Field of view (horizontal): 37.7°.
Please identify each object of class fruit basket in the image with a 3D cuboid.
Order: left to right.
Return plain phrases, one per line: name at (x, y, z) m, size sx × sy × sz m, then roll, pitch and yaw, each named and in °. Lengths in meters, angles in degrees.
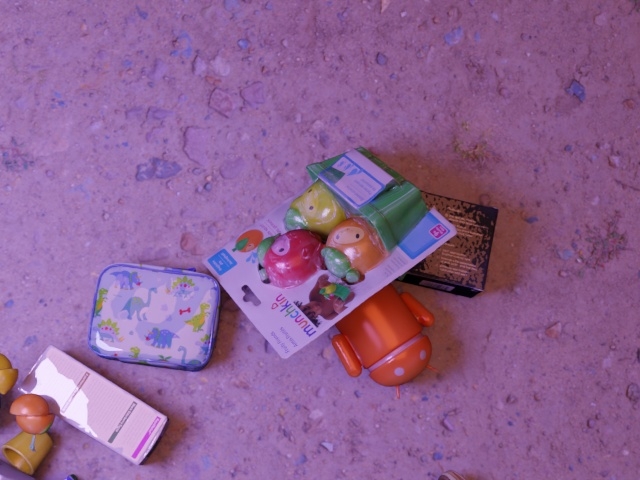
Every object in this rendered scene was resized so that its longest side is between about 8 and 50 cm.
fruit basket at (0.000, 0.000, 1.585) m, size 0.353 × 0.165 × 0.327 m, roll -32°, pitch 41°, yaw -12°

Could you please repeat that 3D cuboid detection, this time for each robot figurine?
robot figurine at (0.110, 0.159, 1.632) m, size 0.128 × 0.158 × 0.219 m, roll -39°, pitch 80°, yaw 33°

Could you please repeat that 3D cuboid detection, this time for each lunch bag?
lunch bag at (-0.282, 0.130, 1.622) m, size 0.218 × 0.090 × 0.176 m, roll 7°, pitch 78°, yaw -4°

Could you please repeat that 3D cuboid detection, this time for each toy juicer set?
toy juicer set at (-0.569, 0.236, 1.510) m, size 0.329 × 0.209 × 0.089 m, roll 38°, pitch 49°, yaw 4°

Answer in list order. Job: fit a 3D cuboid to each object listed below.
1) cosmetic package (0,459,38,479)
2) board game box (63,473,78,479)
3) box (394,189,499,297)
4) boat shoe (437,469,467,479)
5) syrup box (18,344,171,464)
cosmetic package at (-0.577, 0.441, 1.456) m, size 0.224 × 0.138 × 0.225 m, roll 16°, pitch 75°, yaw 30°
board game box at (-0.388, 0.575, 1.535) m, size 0.213 × 0.046 × 0.317 m, roll -42°, pitch 84°, yaw -12°
box at (0.224, 0.007, 1.694) m, size 0.155 × 0.093 × 0.158 m, roll 13°, pitch 77°, yaw -2°
boat shoe at (0.282, 0.460, 1.617) m, size 0.072 × 0.068 × 0.190 m, roll -42°, pitch 95°, yaw -25°
syrup box at (-0.375, 0.279, 1.578) m, size 0.236 × 0.093 × 0.096 m, roll 32°, pitch 76°, yaw 2°
